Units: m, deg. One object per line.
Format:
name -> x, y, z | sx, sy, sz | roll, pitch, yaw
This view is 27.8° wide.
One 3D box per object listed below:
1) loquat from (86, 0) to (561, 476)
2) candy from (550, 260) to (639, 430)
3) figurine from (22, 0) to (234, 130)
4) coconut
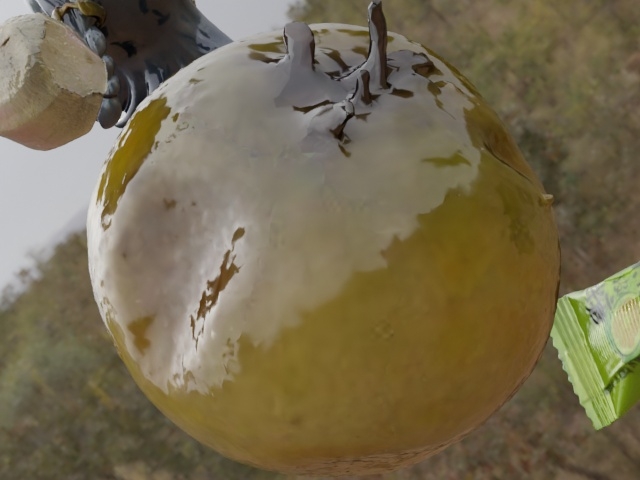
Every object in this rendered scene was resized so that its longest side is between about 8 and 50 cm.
loquat -> 0.000, 0.004, 0.567 | 0.213, 0.213, 0.213 | -46, 6, 6
candy -> 0.311, 0.070, 1.185 | 0.246, 0.069, 0.149 | -41, 50, 39
figurine -> -0.198, -0.223, 1.313 | 0.175, 0.265, 0.197 | -39, 4, -4
coconut -> -0.228, -0.129, 1.071 | 0.110, 0.110, 0.124 | -45, -24, 15
